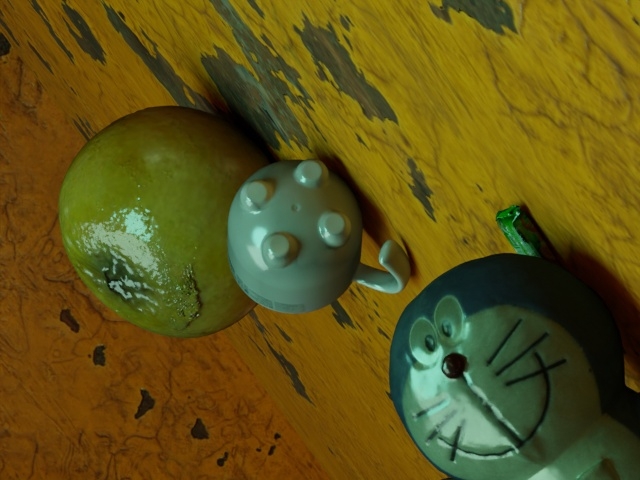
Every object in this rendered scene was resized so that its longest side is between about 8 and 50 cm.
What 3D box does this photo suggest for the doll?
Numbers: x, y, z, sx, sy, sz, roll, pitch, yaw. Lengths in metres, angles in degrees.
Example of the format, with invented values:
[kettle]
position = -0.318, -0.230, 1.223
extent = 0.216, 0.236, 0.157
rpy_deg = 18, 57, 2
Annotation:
[doll]
position = 0.162, 0.129, 1.262
extent = 0.258, 0.228, 0.154
rpy_deg = 48, -150, 1

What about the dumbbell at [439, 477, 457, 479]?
[dumbbell]
position = 0.186, 0.334, 2.096
extent = 0.110, 0.110, 0.254
rpy_deg = 53, 164, -4

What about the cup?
[cup]
position = -0.012, 0.005, 1.730
extent = 0.173, 0.134, 0.142
rpy_deg = 52, 168, 12

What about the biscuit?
[biscuit]
position = 0.158, 0.010, 1.313
extent = 0.089, 0.016, 0.046
rpy_deg = 54, 168, -10

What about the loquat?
[loquat]
position = -0.159, -0.018, 1.978
extent = 0.263, 0.263, 0.263
rpy_deg = 50, 170, 12
